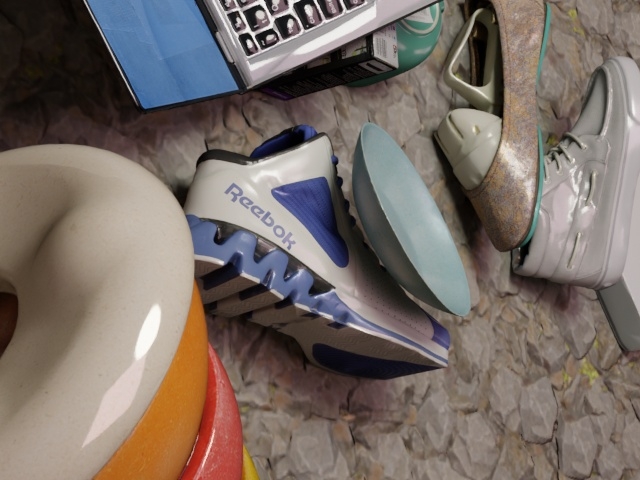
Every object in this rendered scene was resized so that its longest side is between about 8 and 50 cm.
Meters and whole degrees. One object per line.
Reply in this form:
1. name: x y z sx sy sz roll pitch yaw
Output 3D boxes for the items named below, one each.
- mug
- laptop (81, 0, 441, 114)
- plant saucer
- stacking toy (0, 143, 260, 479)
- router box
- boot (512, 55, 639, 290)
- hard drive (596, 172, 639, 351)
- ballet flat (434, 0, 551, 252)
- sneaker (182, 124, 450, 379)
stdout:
1. mug: 0.064 -0.236 1.580 0.129 0.097 0.158 48 50 -23
2. laptop: -0.075 -0.332 1.281 0.408 0.236 0.382 -27 92 -18
3. plant saucer: 0.072 -0.012 1.410 0.195 0.037 0.195 54 18 -26
4. stacking toy: -0.148 0.197 1.141 0.480 0.350 0.351 54 45 -39
5. router box: 0.003 -0.235 1.491 0.046 0.133 0.179 17 66 -54
6. boot: 0.273 -0.080 1.705 0.123 0.095 0.258 8 84 -17
7. hard drive: 0.420 -0.046 1.911 0.353 0.047 0.233 -33 101 -45
8. ballet flat: 0.176 -0.137 1.677 0.106 0.107 0.316 17 60 -19
9. sneaker: -0.001 0.000 1.425 0.315 0.127 0.182 28 62 -34
